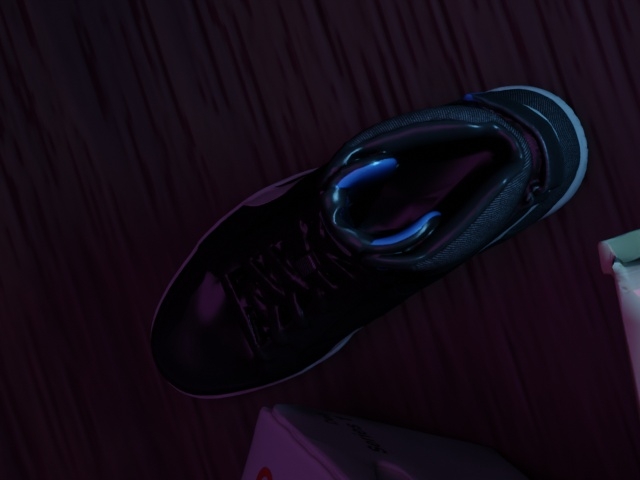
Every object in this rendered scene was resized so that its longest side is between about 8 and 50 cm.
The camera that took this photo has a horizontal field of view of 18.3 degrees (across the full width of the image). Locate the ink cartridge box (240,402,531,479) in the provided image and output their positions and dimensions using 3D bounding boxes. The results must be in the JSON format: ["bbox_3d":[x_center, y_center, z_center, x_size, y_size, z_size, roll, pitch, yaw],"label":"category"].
[{"bbox_3d":[0.022,0.229,0.771,0.117,0.201,0.278,12,100,-23],"label":"ink cartridge box"}]

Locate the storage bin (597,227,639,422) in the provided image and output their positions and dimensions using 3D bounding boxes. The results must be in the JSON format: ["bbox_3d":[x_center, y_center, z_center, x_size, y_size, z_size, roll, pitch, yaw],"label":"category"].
[{"bbox_3d":[0.201,0.107,0.685,0.123,0.260,0.262,-11,91,22],"label":"storage bin"}]

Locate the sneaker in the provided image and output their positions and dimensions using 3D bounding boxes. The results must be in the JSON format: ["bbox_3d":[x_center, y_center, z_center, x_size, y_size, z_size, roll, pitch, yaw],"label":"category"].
[{"bbox_3d":[0.000,0.000,0.812,0.217,0.121,0.079,-32,83,18],"label":"sneaker"}]
